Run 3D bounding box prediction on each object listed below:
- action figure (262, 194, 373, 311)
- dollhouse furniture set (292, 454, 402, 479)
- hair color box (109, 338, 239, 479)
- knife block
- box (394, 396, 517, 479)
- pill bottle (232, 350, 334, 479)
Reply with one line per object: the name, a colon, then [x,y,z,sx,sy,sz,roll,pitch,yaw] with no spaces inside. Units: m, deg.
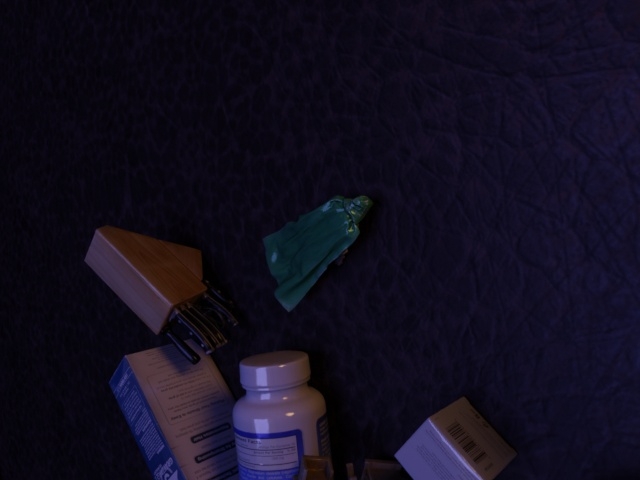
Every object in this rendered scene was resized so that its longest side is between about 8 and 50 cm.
action figure: [0.000,0.000,0.897,0.232,0.064,0.137,-41,67,41]
dollhouse furniture set: [0.047,0.396,0.784,0.182,0.161,0.101,-114,34,-70]
hair color box: [-0.234,0.362,1.075,0.347,0.174,0.105,54,127,24]
knife block: [-0.293,0.108,1.063,0.088,0.276,0.242,-56,30,30]
box: [0.174,0.277,0.747,0.101,0.102,0.087,47,121,27]
pill bottle: [-0.061,0.322,0.930,0.152,0.152,0.271,-6,90,42]
